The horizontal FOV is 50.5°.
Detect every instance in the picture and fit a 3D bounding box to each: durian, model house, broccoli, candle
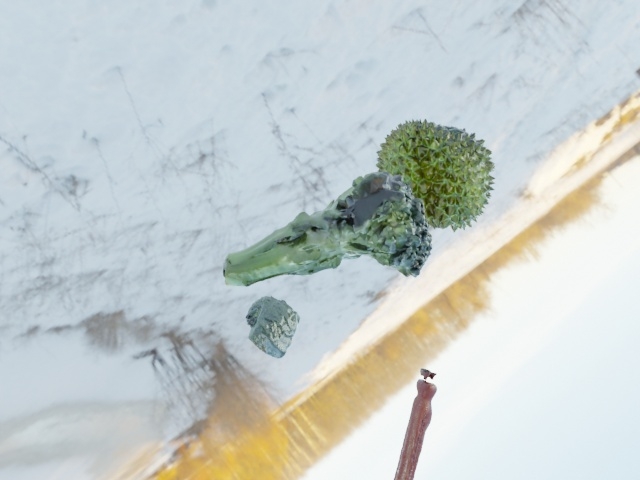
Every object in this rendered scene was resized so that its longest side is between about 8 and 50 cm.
[{"bbox_3d":[0.246,-0.154,1.463,0.291,0.291,0.225,-31,157,-40],"label":"durian"},{"bbox_3d":[-0.080,0.135,1.033,0.066,0.078,0.083,-53,-173,36],"label":"model house"},{"bbox_3d":[0.000,0.006,0.919,0.303,0.146,0.165,-16,-176,21],"label":"broccoli"},{"bbox_3d":[0.205,0.447,1.494,0.048,0.051,0.330,47,57,-78],"label":"candle"}]
